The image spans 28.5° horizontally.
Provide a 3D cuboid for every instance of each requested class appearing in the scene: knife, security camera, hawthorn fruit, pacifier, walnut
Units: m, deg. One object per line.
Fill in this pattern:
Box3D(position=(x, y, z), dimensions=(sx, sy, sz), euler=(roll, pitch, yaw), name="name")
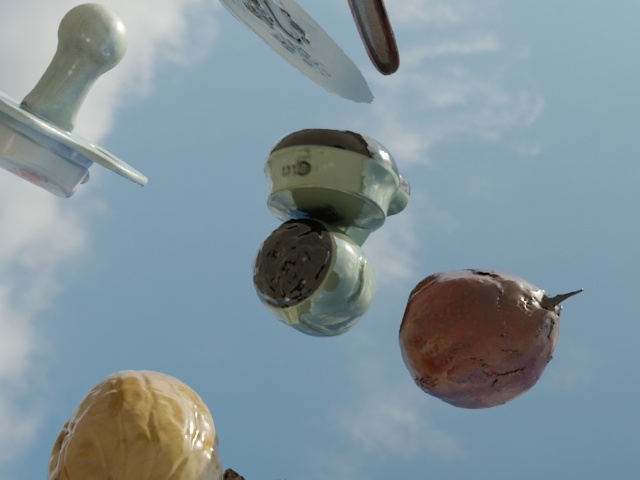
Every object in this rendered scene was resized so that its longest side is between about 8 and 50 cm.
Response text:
Box3D(position=(0.053, -0.333, 1.530), dimensions=(0.123, 0.278, 0.053), euler=(-23, -146, -6), name="knife")
Box3D(position=(0.000, 0.000, 1.765), dimensions=(0.197, 0.191, 0.277), euler=(-6, -116, 33), name="security camera")
Box3D(position=(0.210, 0.109, 1.525), dimensions=(0.235, 0.181, 0.181), euler=(-21, -131, 27), name="hawthorn fruit")
Box3D(position=(-0.306, -0.177, 1.483), dimensions=(0.226, 0.287, 0.238), euler=(-56, -144, 2), name="pacifier")
Box3D(position=(-0.194, 0.242, 1.331), dimensions=(0.195, 0.195, 0.222), euler=(-35, -150, 13), name="walnut")

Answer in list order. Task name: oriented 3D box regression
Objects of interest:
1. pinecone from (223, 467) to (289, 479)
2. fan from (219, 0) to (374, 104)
Box3D(position=(-0.057, 0.385, 1.538), dimensions=(0.168, 0.212, 0.186), euler=(-7, -117, 30), name="pinecone")
Box3D(position=(-0.065, -0.223, 1.002), dimensions=(0.233, 0.415, 0.012), euler=(36, -96, 25), name="fan")
